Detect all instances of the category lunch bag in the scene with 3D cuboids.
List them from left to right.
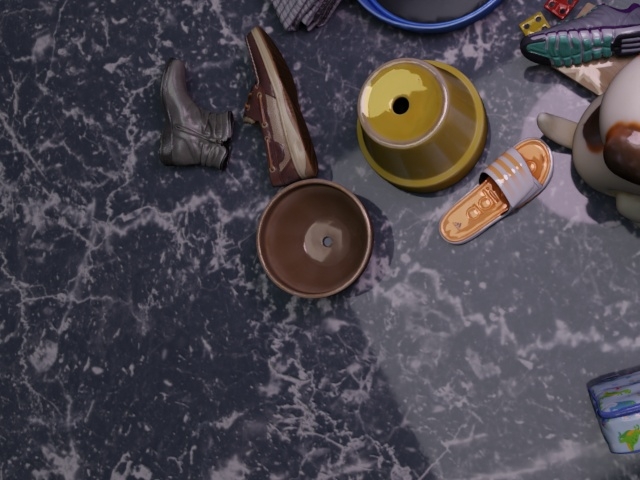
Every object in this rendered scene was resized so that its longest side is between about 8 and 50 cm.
[{"bbox_3d":[0.551,0.277,1.247,0.176,0.219,0.090,-18,87,16],"label":"lunch bag"}]

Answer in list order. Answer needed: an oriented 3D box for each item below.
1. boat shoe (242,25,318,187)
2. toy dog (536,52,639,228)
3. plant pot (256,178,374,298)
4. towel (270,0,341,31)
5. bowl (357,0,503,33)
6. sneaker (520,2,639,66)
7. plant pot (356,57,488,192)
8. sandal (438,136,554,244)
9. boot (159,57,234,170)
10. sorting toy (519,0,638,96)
[{"bbox_3d":[-0.111,-0.276,1.557,0.123,0.123,0.342,-20,86,14],"label":"boat shoe"},{"bbox_3d":[0.552,-0.184,1.183,0.395,0.408,0.284,32,95,17],"label":"toy dog"},{"bbox_3d":[0.000,0.000,1.502,0.237,0.110,0.237,-2,85,18],"label":"plant pot"},{"bbox_3d":[-0.024,-0.583,1.487,0.121,0.284,0.235,-24,83,-27],"label":"towel"},{"bbox_3d":[0.232,-0.602,1.493,0.391,0.077,0.391,-1,85,18],"label":"bowl"},{"bbox_3d":[0.480,-0.381,1.360,0.224,0.083,0.098,0,63,15],"label":"sneaker"},{"bbox_3d":[0.175,-0.229,1.397,0.254,0.239,0.254,-2,85,19],"label":"plant pot"},{"bbox_3d":[0.335,-0.089,1.419,0.265,0.076,0.102,-44,75,10],"label":"sandal"},{"bbox_3d":[-0.263,-0.276,1.634,0.161,0.083,0.246,1,92,11],"label":"boot"},{"bbox_3d":[0.509,-0.357,1.400,0.274,0.046,0.132,38,98,16],"label":"sorting toy"}]
